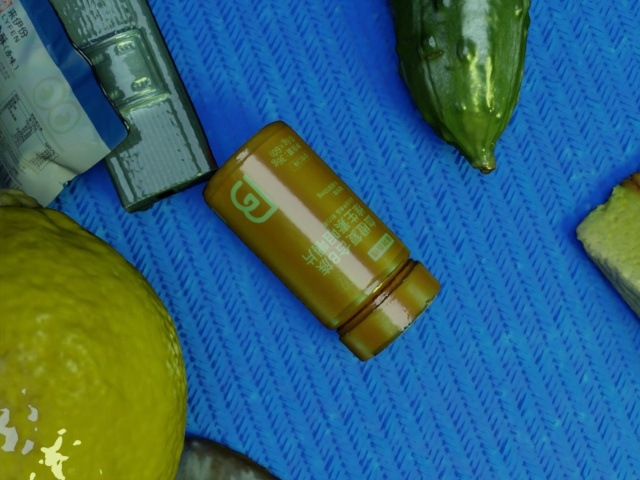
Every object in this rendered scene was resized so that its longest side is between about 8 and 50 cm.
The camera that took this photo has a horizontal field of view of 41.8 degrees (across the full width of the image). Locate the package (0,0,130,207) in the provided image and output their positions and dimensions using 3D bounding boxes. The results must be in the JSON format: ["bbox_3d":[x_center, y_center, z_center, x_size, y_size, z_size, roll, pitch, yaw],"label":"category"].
[{"bbox_3d":[-0.241,-0.115,0.668,0.173,0.027,0.171,-31,88,33],"label":"package"}]

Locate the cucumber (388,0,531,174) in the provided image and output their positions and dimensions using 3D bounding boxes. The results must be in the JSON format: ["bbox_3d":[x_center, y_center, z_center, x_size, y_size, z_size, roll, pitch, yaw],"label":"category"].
[{"bbox_3d":[0.121,-0.176,0.700,0.134,0.134,0.244,-7,91,-4],"label":"cucumber"}]

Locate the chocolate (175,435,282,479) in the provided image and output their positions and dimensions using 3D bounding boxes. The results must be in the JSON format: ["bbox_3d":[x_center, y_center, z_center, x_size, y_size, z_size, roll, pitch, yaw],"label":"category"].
[{"bbox_3d":[-0.111,0.296,0.664,0.157,0.080,0.254,34,84,-1],"label":"chocolate"}]

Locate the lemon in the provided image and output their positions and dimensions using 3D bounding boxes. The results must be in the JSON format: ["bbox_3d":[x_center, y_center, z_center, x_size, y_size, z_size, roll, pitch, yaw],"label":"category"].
[{"bbox_3d":[-0.225,0.115,0.580,0.293,0.293,0.293,0,86,-4],"label":"lemon"}]

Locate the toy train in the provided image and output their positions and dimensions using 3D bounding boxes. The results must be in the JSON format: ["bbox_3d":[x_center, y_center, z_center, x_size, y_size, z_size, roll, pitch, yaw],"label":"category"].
[{"bbox_3d":[-0.198,-0.225,0.679,0.086,0.089,0.409,-23,93,-5],"label":"toy train"}]

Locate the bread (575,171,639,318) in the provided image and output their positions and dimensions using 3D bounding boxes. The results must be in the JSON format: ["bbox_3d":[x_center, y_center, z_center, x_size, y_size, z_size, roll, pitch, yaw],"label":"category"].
[{"bbox_3d":[0.372,0.055,0.736,0.167,0.163,0.264,-39,58,-5],"label":"bread"}]

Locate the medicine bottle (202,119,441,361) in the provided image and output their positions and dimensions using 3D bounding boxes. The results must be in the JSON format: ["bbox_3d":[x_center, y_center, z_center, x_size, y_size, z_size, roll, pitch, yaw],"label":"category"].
[{"bbox_3d":[0.000,0.000,0.686,0.096,0.096,0.192,-43,89,-6],"label":"medicine bottle"}]
